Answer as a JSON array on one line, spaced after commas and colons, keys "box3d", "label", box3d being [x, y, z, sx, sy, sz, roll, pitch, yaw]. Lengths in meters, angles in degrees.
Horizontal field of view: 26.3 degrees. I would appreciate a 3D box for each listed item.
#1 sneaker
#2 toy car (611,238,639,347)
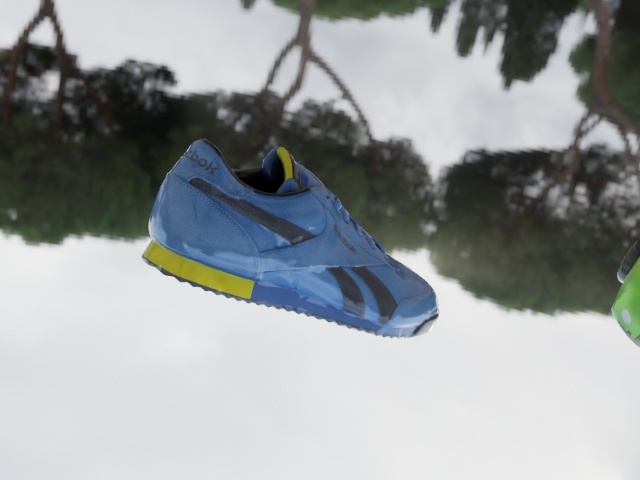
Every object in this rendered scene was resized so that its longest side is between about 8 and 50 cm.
[{"box3d": [0.000, 0.000, 0.764, 0.209, 0.082, 0.069, 18, -175, -40], "label": "sneaker"}, {"box3d": [0.209, -0.041, 0.584, 0.239, 0.053, 0.225, 36, -106, 24], "label": "toy car"}]
